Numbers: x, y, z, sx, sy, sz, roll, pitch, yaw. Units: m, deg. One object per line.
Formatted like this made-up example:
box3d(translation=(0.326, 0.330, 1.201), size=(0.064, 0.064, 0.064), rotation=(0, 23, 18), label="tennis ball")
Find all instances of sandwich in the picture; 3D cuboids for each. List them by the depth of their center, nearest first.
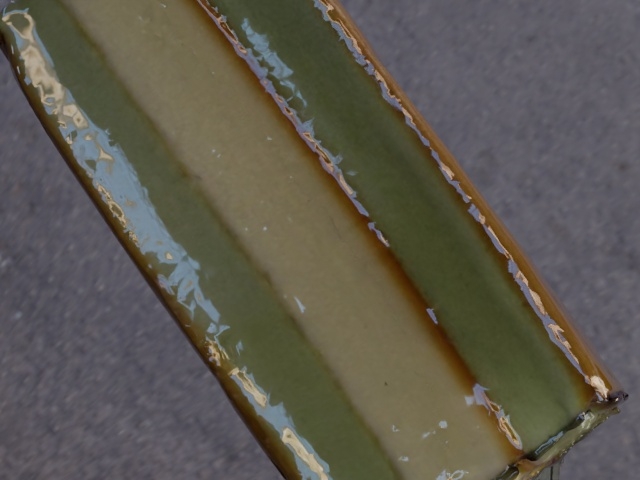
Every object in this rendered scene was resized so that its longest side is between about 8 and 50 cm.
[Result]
box3d(translation=(0.000, 0.000, 0.442), size=(0.079, 0.113, 0.163), rotation=(-37, 78, 3), label="sandwich")

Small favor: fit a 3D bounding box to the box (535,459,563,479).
box3d(translation=(0.064, 0.114, 0.787), size=(0.084, 0.063, 0.060), rotation=(-16, 120, -37), label="box")
